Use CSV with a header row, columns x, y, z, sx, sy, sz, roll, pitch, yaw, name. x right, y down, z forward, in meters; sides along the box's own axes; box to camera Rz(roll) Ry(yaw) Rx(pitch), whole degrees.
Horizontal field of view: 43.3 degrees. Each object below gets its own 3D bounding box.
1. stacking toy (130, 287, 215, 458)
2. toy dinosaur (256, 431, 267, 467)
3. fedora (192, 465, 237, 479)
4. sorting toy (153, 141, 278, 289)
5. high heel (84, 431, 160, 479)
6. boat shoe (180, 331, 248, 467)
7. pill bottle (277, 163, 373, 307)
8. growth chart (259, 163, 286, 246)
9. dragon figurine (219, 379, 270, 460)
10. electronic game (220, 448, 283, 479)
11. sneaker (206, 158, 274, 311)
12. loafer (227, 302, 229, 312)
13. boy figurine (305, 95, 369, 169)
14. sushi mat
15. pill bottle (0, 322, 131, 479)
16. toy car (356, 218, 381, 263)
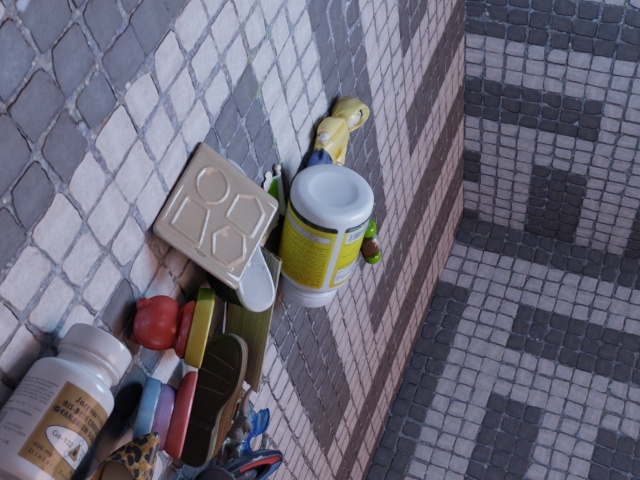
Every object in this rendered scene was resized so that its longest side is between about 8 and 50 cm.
x,y,z,sx,sy,sz,roll,pitch,yaw,name
-0.285,0.219,1.479,0.279,0.130,0.309,-109,-147,-75,stacking toy
-0.180,0.611,2.094,0.118,0.064,0.268,75,32,-46,toy dinosaur
-0.263,0.619,1.681,0.124,0.243,0.275,2,110,-41,fedora
-0.186,-0.044,1.450,0.193,0.038,0.208,39,59,-27,sorting toy
-0.361,0.409,1.280,0.261,0.093,0.186,-51,163,-8,high heel
-0.218,0.319,1.684,0.104,0.110,0.307,-20,135,-66,boat shoe
0.000,0.000,1.881,0.188,0.188,0.334,-56,167,-43,pill bottle
-0.131,-0.039,1.775,0.172,0.021,0.237,78,32,-52,growth chart
-0.175,0.430,1.911,0.144,0.085,0.289,-25,132,-69,dragon figurine
-0.189,0.552,1.864,0.229,0.048,0.229,-26,154,-13,electronic game
-0.181,-0.003,1.560,0.104,0.147,0.296,-14,92,-32,sneaker
-0.160,0.157,1.773,0.078,0.080,0.220,-49,157,-64,loafer
0.034,-0.229,1.994,0.285,0.092,0.177,-63,156,-23,boy figurine
-0.148,0.148,1.667,0.019,0.151,0.316,-10,121,-40,sushi mat
-0.367,0.236,1.131,0.131,0.131,0.229,81,30,-51,pill bottle
0.063,0.022,2.284,0.188,0.149,0.155,-36,144,-17,toy car
